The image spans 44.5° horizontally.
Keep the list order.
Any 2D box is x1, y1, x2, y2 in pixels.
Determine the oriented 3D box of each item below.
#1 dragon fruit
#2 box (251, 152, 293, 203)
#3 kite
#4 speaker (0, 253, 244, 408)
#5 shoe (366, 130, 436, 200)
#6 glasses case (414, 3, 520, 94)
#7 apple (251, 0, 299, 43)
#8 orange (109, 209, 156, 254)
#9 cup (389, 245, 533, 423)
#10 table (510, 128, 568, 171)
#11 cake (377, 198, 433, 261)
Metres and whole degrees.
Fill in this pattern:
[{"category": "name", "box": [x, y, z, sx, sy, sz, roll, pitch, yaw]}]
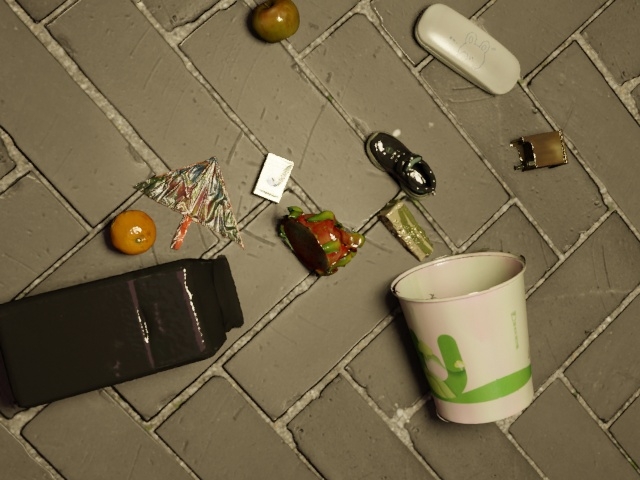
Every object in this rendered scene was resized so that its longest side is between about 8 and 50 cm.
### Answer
[{"category": "dragon fruit", "box": [0.000, 0.000, 1.452, 0.175, 0.138, 0.142, -13, 136, -42]}, {"category": "box", "box": [-0.089, -0.117, 1.467, 0.054, 0.024, 0.083, 22, 84, -15]}, {"category": "kite", "box": [-0.226, -0.067, 1.440, 0.232, 0.009, 0.189, 26, 84, -13]}, {"category": "speaker", "box": [-0.338, 0.146, 1.362, 0.388, 0.184, 0.180, -14, 93, -3]}, {"category": "shoe", "box": [0.164, -0.145, 1.490, 0.169, 0.099, 0.071, 44, 83, -10]}, {"category": "glasses case", "box": [0.291, -0.375, 1.539, 0.233, 0.059, 0.092, 33, 81, -13]}, {"category": "apple", "box": [-0.081, -0.403, 1.431, 0.089, 0.089, 0.074, -32, 110, -12]}, {"category": "orange", "box": [-0.330, -0.013, 1.380, 0.083, 0.083, 0.084, 0, 91, -14]}, {"category": "cup", "box": [0.281, 0.178, 1.464, 0.253, 0.253, 0.274, -18, 104, -13]}, {"category": "table", "box": [0.436, -0.176, 1.568, 0.082, 0.083, 0.070, -11, 90, -7]}, {"category": "cake", "box": [0.168, -0.020, 1.532, 0.051, 0.055, 0.140, -44, 118, -11]}]
